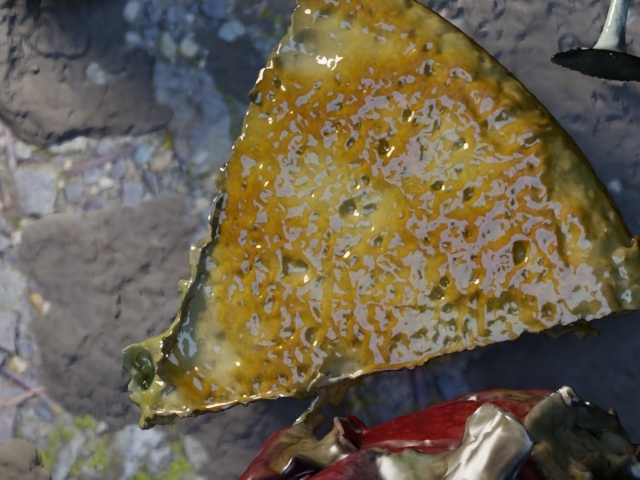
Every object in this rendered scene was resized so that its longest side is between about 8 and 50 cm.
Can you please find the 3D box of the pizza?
[{"bbox_3d":[0.000,0.000,0.630,0.287,0.075,0.280,-37,76,8],"label":"pizza"}]

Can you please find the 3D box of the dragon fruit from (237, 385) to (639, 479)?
[{"bbox_3d":[0.063,0.230,0.483,0.329,0.329,0.329,-1,85,11],"label":"dragon fruit"}]

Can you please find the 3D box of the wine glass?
[{"bbox_3d":[0.178,-0.189,0.612,0.066,0.066,0.198,12,87,12],"label":"wine glass"}]
